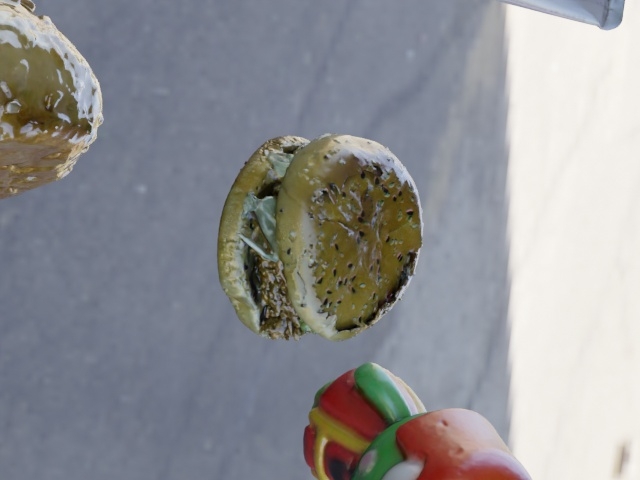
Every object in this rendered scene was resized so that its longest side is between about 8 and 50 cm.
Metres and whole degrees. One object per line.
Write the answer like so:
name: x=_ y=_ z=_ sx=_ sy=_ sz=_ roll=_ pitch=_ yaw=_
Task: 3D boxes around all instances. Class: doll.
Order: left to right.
doll: x=0.113 y=0.246 z=1.768 sx=0.363 sy=0.160 sz=0.182 roll=-131 pitch=-142 yaw=-54

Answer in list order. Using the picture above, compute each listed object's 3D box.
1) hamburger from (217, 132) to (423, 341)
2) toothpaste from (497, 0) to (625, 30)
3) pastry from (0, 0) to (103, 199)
hamburger: x=0.000 y=0.000 z=1.589 sx=0.185 sy=0.113 sz=0.177 roll=3 pitch=97 yaw=-56
toothpaste: x=0.056 y=-0.219 z=1.346 sx=0.066 sy=0.323 sz=0.100 roll=102 pitch=-2 yaw=-79
pastry: x=-0.349 y=-0.142 z=1.762 sx=0.316 sy=0.284 sz=0.184 roll=13 pitch=64 yaw=-58
